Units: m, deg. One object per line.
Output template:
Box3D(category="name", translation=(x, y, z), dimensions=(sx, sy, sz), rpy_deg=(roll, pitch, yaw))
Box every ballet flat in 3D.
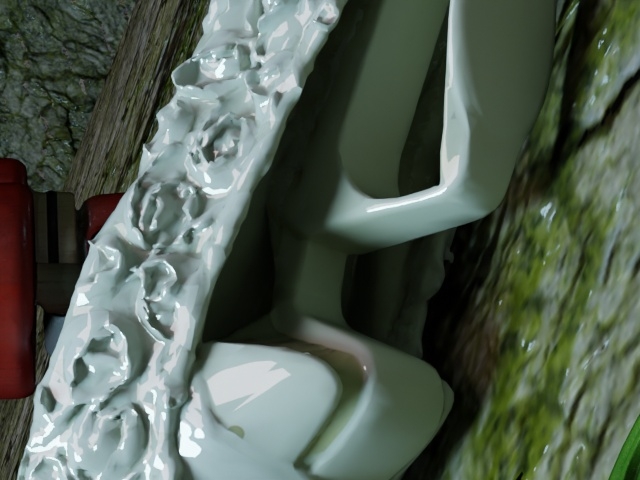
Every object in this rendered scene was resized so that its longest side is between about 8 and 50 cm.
Box3D(category="ballet flat", translation=(0.000, 0.000, 0.560), dimensions=(0.147, 0.147, 0.408), rpy_deg=(180, 108, -75))

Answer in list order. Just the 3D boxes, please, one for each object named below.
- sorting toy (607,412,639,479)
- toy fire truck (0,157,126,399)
Box3D(category="sorting toy", translation=(0.093, 0.050, 0.326), dimensions=(0.061, 0.042, 0.102), rpy_deg=(-61, -3, -21))
Box3D(category="toy fire truck", translation=(-0.100, 0.089, 0.795), dimensions=(0.302, 0.169, 0.253), rpy_deg=(-144, 54, -76))
